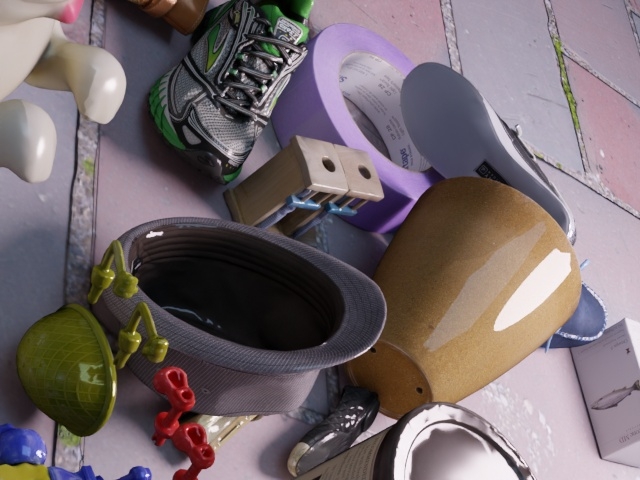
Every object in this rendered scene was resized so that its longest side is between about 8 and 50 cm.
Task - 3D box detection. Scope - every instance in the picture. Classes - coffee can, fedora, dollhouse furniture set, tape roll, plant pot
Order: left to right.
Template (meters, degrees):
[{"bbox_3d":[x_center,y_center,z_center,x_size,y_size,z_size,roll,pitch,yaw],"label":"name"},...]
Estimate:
[{"bbox_3d":[-0.086,0.088,1.210,0.276,0.124,0.243,16,30,-1],"label":"fedora"},{"bbox_3d":[0.000,0.000,1.425,0.129,0.129,0.183,8,56,-47],"label":"dollhouse furniture set"},{"bbox_3d":[0.033,0.279,1.038,0.202,0.275,0.201,30,43,-32],"label":"coffee can"},{"bbox_3d":[0.063,-0.149,1.656,0.275,0.090,0.274,30,43,-32],"label":"tape roll"},{"bbox_3d":[0.142,0.089,1.470,0.237,0.237,0.254,51,50,-5],"label":"plant pot"}]

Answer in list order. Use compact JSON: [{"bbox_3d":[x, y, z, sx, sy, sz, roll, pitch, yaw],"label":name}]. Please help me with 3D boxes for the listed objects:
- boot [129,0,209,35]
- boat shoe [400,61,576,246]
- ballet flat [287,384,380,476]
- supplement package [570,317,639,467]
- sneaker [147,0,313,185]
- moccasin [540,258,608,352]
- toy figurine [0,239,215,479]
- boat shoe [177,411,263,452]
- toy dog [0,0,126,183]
[{"bbox_3d":[-0.210,-0.396,1.517,0.220,0.109,0.283,32,43,-28],"label":"boot"},{"bbox_3d":[0.224,-0.104,1.626,0.306,0.113,0.105,46,15,16],"label":"boat shoe"},{"bbox_3d":[0.008,0.208,1.351,0.049,0.057,0.173,20,26,23],"label":"ballet flat"},{"bbox_3d":[0.448,0.219,1.794,0.105,0.105,0.179,20,47,-40],"label":"supplement package"},{"bbox_3d":[-0.097,-0.204,1.465,0.134,0.146,0.343,38,39,-23],"label":"sneaker"},{"bbox_3d":[0.277,0.066,1.690,0.342,0.117,0.137,21,66,-33],"label":"moccasin"},{"bbox_3d":[-0.224,0.180,0.967,0.217,0.191,0.362,-3,53,-36],"label":"toy figurine"},{"bbox_3d":[-0.082,0.175,1.256,0.153,0.056,0.048,-23,90,-53],"label":"boat shoe"},{"bbox_3d":[-0.319,-0.206,0.977,0.395,0.408,0.284,55,35,0],"label":"toy dog"}]
